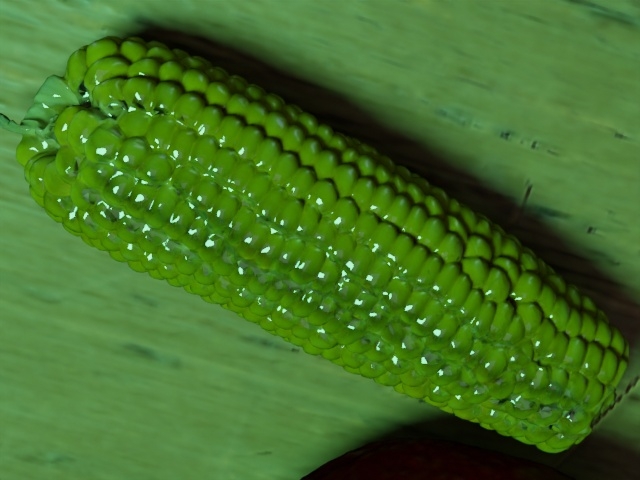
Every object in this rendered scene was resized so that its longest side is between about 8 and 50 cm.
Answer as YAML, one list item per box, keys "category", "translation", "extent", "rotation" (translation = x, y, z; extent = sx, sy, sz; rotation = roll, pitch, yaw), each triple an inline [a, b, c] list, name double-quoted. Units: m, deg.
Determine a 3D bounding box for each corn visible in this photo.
- category: "corn"
  translation: [0.000, 0.000, 0.650]
  extent: [0.310, 0.101, 0.101]
  rotation: [27, 112, -8]

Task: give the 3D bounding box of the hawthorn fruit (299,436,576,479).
- category: "hawthorn fruit"
  translation: [0.054, 0.236, 0.707]
  extent: [0.230, 0.210, 0.266]
  rotation: [-13, 131, 0]
